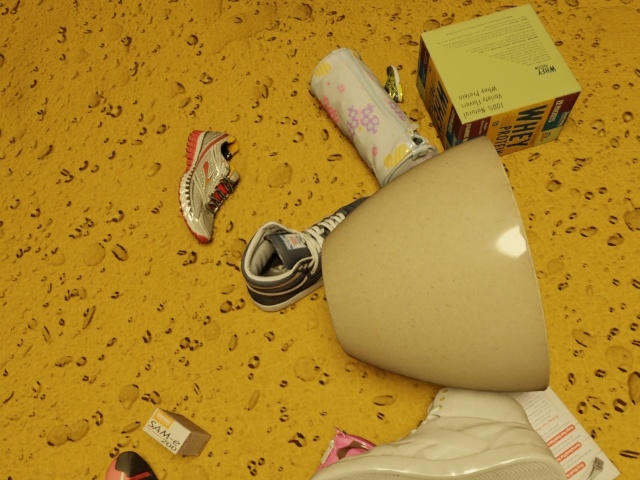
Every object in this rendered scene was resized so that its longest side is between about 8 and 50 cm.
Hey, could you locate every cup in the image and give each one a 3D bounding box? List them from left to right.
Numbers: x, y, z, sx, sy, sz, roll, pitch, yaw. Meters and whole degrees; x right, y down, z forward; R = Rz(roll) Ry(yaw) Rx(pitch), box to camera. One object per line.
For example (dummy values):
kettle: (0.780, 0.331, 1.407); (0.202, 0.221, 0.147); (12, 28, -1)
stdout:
cup: (0.136, 0.053, 0.716); (0.236, 0.331, 0.331); (-14, 65, 12)

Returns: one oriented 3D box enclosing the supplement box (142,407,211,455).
supplement box: (-0.205, 0.278, 0.767); (0.062, 0.098, 0.036); (28, 73, 18)

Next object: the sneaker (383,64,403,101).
sneaker: (0.134, -0.300, 1.016); (0.035, 0.031, 0.083); (-12, 65, 3)

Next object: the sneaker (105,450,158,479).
sneaker: (-0.287, 0.446, 0.696); (0.136, 0.116, 0.314); (-10, 65, 5)

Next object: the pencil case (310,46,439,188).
pencil case: (0.089, -0.214, 0.935); (0.113, 0.124, 0.273); (-30, 65, -6)

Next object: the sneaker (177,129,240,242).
sneaker: (-0.194, -0.104, 0.942); (0.092, 0.088, 0.225); (-1, 66, 6)

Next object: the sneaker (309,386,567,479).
sneaker: (0.130, 0.271, 0.669); (0.292, 0.169, 0.108); (-9, 104, 6)

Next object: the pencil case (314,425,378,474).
pencil case: (0.013, 0.363, 0.707); (0.098, 0.095, 0.209); (36, 70, -16)

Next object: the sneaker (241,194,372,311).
sneaker: (0.000, 0.000, 0.834); (0.282, 0.153, 0.099); (-35, 67, -8)

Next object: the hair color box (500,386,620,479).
hair color box: (0.306, 0.270, 0.729); (0.093, 0.053, 0.167); (-32, 65, -7)

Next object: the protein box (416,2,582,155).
protein box: (0.295, -0.265, 0.922); (0.199, 0.136, 0.201); (-16, 65, 0)
